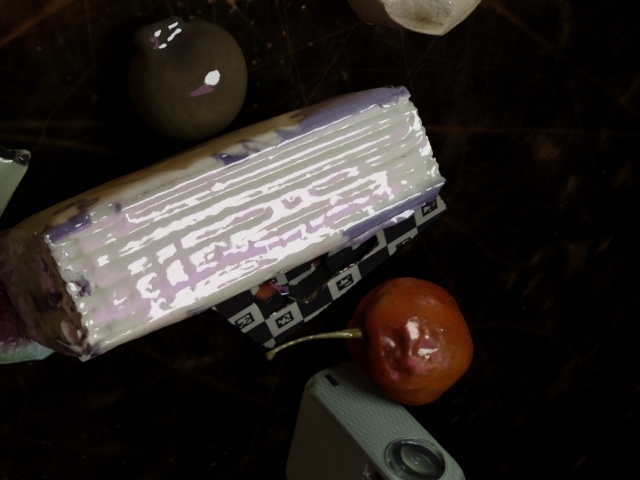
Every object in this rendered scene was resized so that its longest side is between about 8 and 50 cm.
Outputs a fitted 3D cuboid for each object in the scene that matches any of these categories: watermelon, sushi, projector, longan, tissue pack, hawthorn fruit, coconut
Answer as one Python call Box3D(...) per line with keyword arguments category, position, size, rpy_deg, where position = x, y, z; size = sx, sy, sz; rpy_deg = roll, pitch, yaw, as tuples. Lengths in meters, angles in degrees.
Box3D(category="watermelon", position=(-0.293, 0.075, 0.916), size=(0.180, 0.081, 0.094), rpy_deg=(-23, 112, -35))
Box3D(category="sushi", position=(0.000, 0.000, 1.125), size=(0.279, 0.043, 0.192), rpy_deg=(-41, 145, 4))
Box3D(category="projector", position=(0.069, 0.315, 1.316), size=(0.108, 0.250, 0.198), rpy_deg=(-16, 133, -33))
Box3D(category="longan", position=(-0.116, -0.143, 0.840), size=(0.106, 0.106, 0.119), rpy_deg=(-40, 133, -8))
Box3D(category="tissue pack", position=(-0.099, -0.019, 0.846), size=(0.344, 0.242, 0.125), rpy_deg=(-24, 100, -26))
Box3D(category="hawthorn fruit", position=(0.060, 0.120, 1.241), size=(0.285, 0.165, 0.165), rpy_deg=(12, 117, -29))
Box3D(category="coconut", position=(0.085, -0.264, 0.873), size=(0.162, 0.161, 0.161), rpy_deg=(-38, 147, 22))

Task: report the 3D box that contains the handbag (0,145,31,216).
Box3D(category="handbag", position=(-0.349, -0.020, 0.727), size=(0.241, 0.109, 0.315), rpy_deg=(17, 108, -49))
